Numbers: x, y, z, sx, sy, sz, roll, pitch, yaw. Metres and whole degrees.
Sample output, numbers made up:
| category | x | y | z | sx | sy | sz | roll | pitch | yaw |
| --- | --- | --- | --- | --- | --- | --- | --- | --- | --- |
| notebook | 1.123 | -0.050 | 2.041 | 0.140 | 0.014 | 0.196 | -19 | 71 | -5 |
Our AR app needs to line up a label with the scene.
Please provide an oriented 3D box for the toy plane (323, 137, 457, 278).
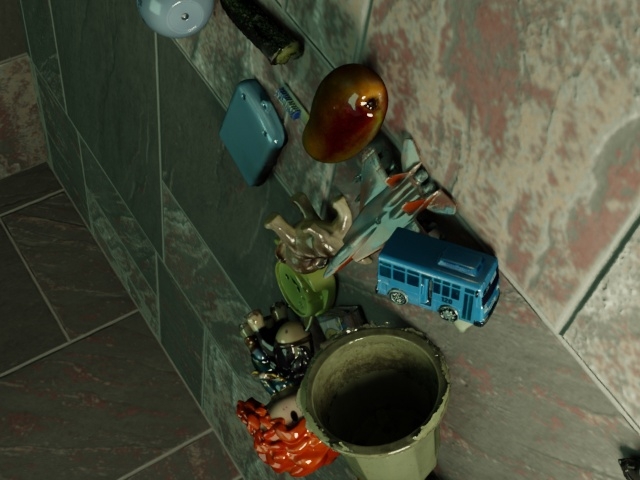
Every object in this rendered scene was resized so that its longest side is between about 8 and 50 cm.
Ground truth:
| category | x | y | z | sx | sy | sz | roll | pitch | yaw |
| --- | --- | --- | --- | --- | --- | --- | --- | --- | --- |
| toy plane | 0.099 | -0.023 | 1.624 | 0.223 | 0.104 | 0.326 | 58 | 141 | 15 |

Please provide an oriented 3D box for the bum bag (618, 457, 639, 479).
| category | x | y | z | sx | sy | sz | roll | pitch | yaw |
| --- | --- | --- | --- | --- | --- | --- | --- | --- | --- |
| bum bag | 0.461 | 0.327 | 1.338 | 0.058 | 0.034 | 0.124 | 47 | 156 | 4 |

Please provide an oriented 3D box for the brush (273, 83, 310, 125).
| category | x | y | z | sx | sy | sz | roll | pitch | yaw |
| --- | --- | --- | --- | --- | --- | --- | --- | --- | --- |
| brush | -0.032 | -0.230 | 1.820 | 0.178 | 0.030 | 0.033 | 54 | 145 | 23 |

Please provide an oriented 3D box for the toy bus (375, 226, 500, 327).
| category | x | y | z | sx | sy | sz | roll | pitch | yaw |
| --- | --- | --- | --- | --- | --- | --- | --- | --- | --- |
| toy bus | 0.186 | 0.055 | 1.488 | 0.185 | 0.090 | 0.106 | 17 | 134 | 20 |

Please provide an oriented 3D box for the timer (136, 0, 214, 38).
| category | x | y | z | sx | sy | sz | roll | pitch | yaw |
| --- | --- | --- | --- | --- | --- | --- | --- | --- | --- |
| timer | -0.300 | -0.516 | 1.979 | 0.255 | 0.175 | 0.175 | -100 | 0 | -58 |

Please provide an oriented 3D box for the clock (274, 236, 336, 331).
| category | x | y | z | sx | sy | sz | roll | pitch | yaw |
| --- | --- | --- | --- | --- | --- | --- | --- | --- | --- |
| clock | -0.038 | 0.102 | 2.119 | 0.170 | 0.069 | 0.232 | 49 | 153 | 32 |

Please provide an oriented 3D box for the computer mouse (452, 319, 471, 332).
| category | x | y | z | sx | sy | sz | roll | pitch | yaw |
| --- | --- | --- | --- | --- | --- | --- | --- | --- | --- |
| computer mouse | 0.236 | 0.125 | 1.611 | 0.056 | 0.032 | 0.110 | 58 | 156 | 15 |

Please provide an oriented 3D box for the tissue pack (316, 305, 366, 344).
| category | x | y | z | sx | sy | sz | roll | pitch | yaw |
| --- | --- | --- | --- | --- | --- | --- | --- | --- | --- |
| tissue pack | 0.064 | 0.218 | 2.031 | 0.115 | 0.065 | 0.155 | -6 | 108 | 66 |

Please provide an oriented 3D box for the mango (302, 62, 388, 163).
| category | x | y | z | sx | sy | sz | roll | pitch | yaw |
| --- | --- | --- | --- | --- | --- | --- | --- | --- | --- |
| mango | 0.040 | -0.211 | 1.574 | 0.133 | 0.111 | 0.267 | 63 | 155 | 7 |

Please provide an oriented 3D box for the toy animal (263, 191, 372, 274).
| category | x | y | z | sx | sy | sz | roll | pitch | yaw |
| --- | --- | --- | --- | --- | --- | --- | --- | --- | --- |
| toy animal | -0.013 | -0.010 | 1.904 | 0.233 | 0.121 | 0.168 | -5 | 126 | 55 |

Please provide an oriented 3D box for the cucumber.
| category | x | y | z | sx | sy | sz | roll | pitch | yaw |
| --- | --- | --- | --- | --- | --- | --- | --- | --- | --- |
| cucumber | -0.119 | -0.402 | 1.788 | 0.245 | 0.067 | 0.067 | 49 | 153 | 37 |

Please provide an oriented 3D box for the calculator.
| category | x | y | z | sx | sy | sz | roll | pitch | yaw |
| --- | --- | --- | --- | --- | --- | --- | --- | --- | --- |
| calculator | -0.146 | -0.227 | 2.034 | 0.173 | 0.051 | 0.293 | 61 | 156 | 11 |

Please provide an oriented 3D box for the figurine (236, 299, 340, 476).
| category | x | y | z | sx | sy | sz | roll | pitch | yaw |
| --- | --- | --- | --- | --- | --- | --- | --- | --- | --- |
| figurine | -0.079 | 0.353 | 2.303 | 0.306 | 0.241 | 0.411 | 1 | 100 | 48 |

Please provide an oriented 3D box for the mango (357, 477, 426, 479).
| category | x | y | z | sx | sy | sz | roll | pitch | yaw |
| --- | --- | --- | --- | --- | --- | --- | --- | --- | --- |
| mango | 0.158 | 0.543 | 2.057 | 0.201 | 0.153 | 0.287 | -77 | -20 | -75 |

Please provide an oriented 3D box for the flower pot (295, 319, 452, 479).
| category | x | y | z | sx | sy | sz | roll | pitch | yaw |
| --- | --- | --- | --- | --- | --- | --- | --- | --- | --- |
| flower pot | 0.123 | 0.335 | 1.820 | 0.290 | 0.290 | 0.259 | 44 | 163 | 39 |
